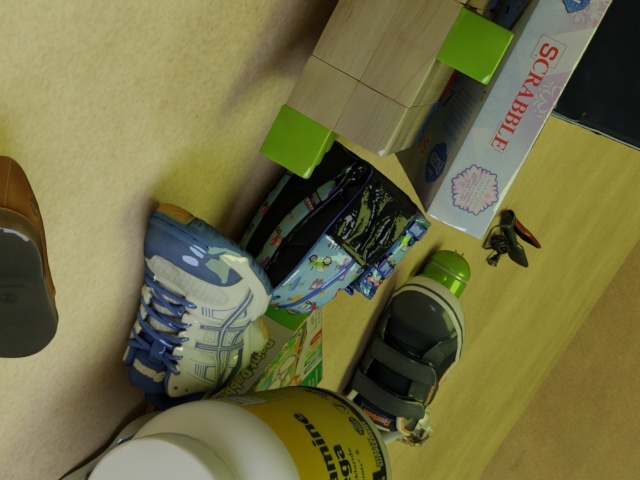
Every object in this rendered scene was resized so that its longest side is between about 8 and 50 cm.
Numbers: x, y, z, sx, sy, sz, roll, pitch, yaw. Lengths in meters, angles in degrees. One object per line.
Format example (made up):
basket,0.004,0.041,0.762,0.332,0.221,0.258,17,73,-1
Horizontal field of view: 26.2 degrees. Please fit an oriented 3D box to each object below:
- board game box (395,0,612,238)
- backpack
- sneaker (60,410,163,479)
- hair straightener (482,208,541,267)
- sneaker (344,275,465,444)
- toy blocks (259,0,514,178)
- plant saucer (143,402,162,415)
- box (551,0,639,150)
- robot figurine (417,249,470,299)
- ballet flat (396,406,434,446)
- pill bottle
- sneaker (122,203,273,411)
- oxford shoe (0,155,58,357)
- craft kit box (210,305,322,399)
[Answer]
board game box,0.185,-0.190,1.403,0.318,0.066,0.319,-62,-170,13
backpack,0.000,0.000,1.334,0.117,0.158,0.173,38,91,-27
sneaker,-0.183,0.236,1.346,0.152,0.084,0.058,-36,152,-35
hair straightener,0.315,0.010,2.286,0.089,0.047,0.230,-57,161,-2
sneaker,0.115,0.191,1.961,0.127,0.126,0.321,-49,162,-38
toy blocks,0.105,-0.231,1.250,0.381,0.190,0.261,-62,172,13
plant saucer,-0.156,0.164,1.427,0.083,0.013,0.083,-48,160,-24
box,0.397,-0.237,1.511,0.395,0.293,0.212,-83,-164,-66
robot figurine,0.173,0.064,1.993,0.115,0.067,0.101,-59,162,3
ballet flat,0.149,0.282,2.262,0.091,0.077,0.241,-53,160,-10
pill bottle,-0.073,0.237,1.279,0.188,0.188,0.334,-61,159,11
sneaker,-0.118,0.080,1.240,0.131,0.112,0.296,-50,159,-19
oxford shoe,-0.220,0.018,0.972,0.212,0.076,0.076,113,-21,-55
craft kit box,-0.089,0.191,1.551,0.246,0.061,0.250,-48,162,-19
